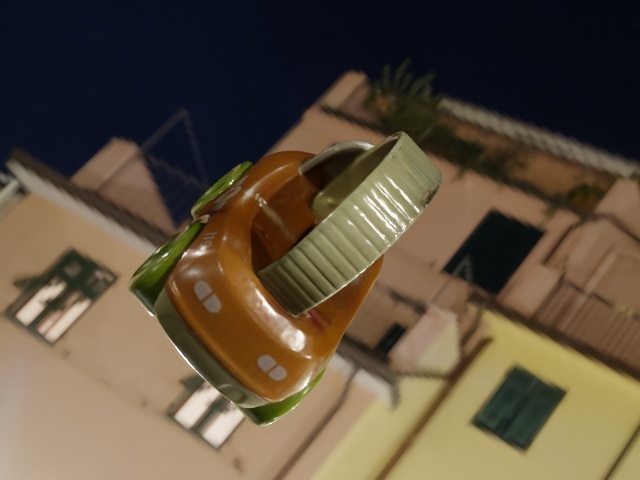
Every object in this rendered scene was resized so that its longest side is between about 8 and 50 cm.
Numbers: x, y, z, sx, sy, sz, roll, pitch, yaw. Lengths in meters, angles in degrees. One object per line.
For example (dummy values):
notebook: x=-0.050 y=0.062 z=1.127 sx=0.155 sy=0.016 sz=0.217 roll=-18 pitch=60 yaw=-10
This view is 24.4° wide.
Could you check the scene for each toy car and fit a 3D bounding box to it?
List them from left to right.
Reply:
toy car: x=0.000 y=0.000 z=1.075 sx=0.145 sy=0.235 sz=0.235 roll=48 pitch=-32 yaw=-10
